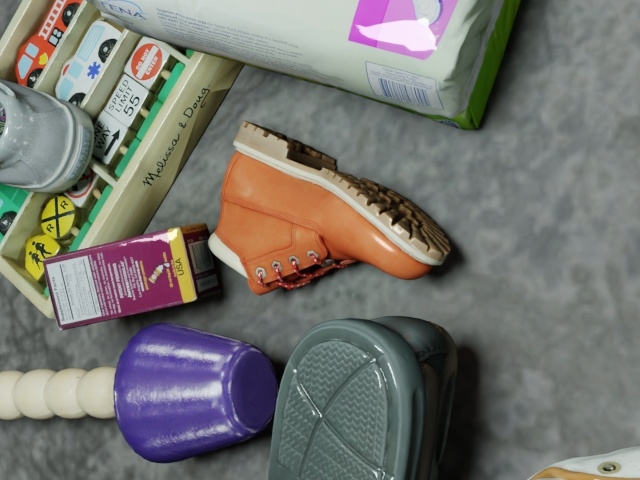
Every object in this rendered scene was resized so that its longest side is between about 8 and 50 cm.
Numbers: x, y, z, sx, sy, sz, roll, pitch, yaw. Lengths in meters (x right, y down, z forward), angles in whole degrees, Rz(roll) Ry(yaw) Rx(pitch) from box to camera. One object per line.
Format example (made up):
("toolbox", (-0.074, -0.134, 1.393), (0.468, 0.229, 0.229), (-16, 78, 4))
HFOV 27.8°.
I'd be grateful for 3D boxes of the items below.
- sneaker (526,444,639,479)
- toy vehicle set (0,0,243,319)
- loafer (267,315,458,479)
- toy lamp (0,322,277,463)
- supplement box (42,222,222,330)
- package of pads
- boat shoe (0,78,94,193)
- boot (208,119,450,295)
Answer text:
("sneaker", (0.160, 0.123, 0.507), (0.290, 0.123, 0.106), (-28, 61, 23))
("toy vehicle set", (-0.139, -0.102, 0.818), (0.166, 0.035, 0.267), (36, 98, 35))
("loafer", (0.016, 0.164, 0.617), (0.096, 0.084, 0.267), (22, 106, 34))
("toy lamp", (-0.148, 0.090, 0.748), (0.275, 0.080, 0.080), (-8, 73, 34))
("supplement box", (-0.105, 0.020, 0.732), (0.083, 0.055, 0.043), (-12, 92, 13))
("package of pads", (0.016, -0.230, 0.683), (0.229, 0.101, 0.296), (18, 86, 20))
("boat shoe", (-0.243, -0.081, 0.808), (0.227, 0.081, 0.079), (13, 84, 35))
("boot", (0.000, 0.000, 0.689), (0.158, 0.059, 0.084), (29, 97, 44))
